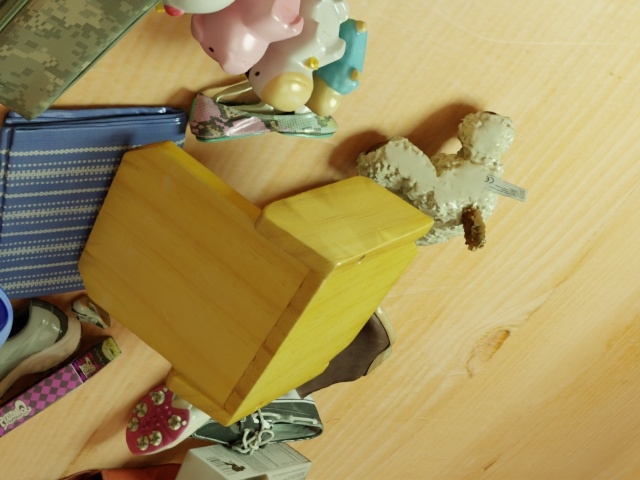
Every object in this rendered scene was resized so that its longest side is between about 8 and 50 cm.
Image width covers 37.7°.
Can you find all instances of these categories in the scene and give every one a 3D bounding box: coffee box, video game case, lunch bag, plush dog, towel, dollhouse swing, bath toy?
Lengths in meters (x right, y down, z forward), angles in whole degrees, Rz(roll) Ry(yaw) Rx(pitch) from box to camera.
[{"bbox_3d":[-0.164,0.496,1.855,0.297,0.119,0.168,10,107,-60],"label":"coffee box"},{"bbox_3d":[-0.433,0.239,1.438,0.232,0.042,0.210,-33,-178,5],"label":"video game case"},{"bbox_3d":[-0.280,-0.289,0.830,0.305,0.212,0.256,-31,130,33],"label":"lunch bag"},{"bbox_3d":[0.192,-0.061,1.483,0.262,0.210,0.225,-19,168,-11],"label":"plush dog"},{"bbox_3d":[-0.323,-0.048,1.274,0.243,0.040,0.336,-7,141,-30],"label":"towel"},{"bbox_3d":[-0.102,0.023,1.316,0.315,0.305,0.347,-22,152,-48],"label":"dollhouse swing"},{"bbox_3d":[-0.078,-0.246,1.052,0.348,0.129,0.151,24,76,-59],"label":"bath toy"}]

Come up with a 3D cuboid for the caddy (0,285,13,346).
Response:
[{"bbox_3d":[-0.552,0.077,1.147,0.341,0.179,0.241,19,122,-45],"label":"caddy"}]

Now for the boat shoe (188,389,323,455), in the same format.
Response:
[{"bbox_3d":[-0.132,0.363,1.827,0.306,0.105,0.113,6,132,-38],"label":"boat shoe"}]

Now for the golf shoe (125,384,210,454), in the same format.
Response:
[{"bbox_3d":[-0.215,0.294,1.688,0.306,0.115,0.140,-38,146,15],"label":"golf shoe"}]

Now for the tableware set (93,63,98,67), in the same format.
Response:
[{"bbox_3d":[-0.282,-0.259,1.051,0.141,0.020,0.168,14,128,-41],"label":"tableware set"}]

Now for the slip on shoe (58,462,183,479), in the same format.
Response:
[{"bbox_3d":[-0.397,0.490,1.805,0.331,0.123,0.101,-6,135,-20],"label":"slip on shoe"}]

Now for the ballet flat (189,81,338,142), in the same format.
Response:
[{"bbox_3d":[-0.069,-0.175,1.256,0.222,0.077,0.079,-5,114,-28],"label":"ballet flat"}]

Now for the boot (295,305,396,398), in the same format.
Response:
[{"bbox_3d":[0.034,0.207,1.758,0.207,0.090,0.248,-25,147,-9],"label":"boot"}]

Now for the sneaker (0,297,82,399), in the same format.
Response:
[{"bbox_3d":[-0.489,0.174,1.390,0.271,0.100,0.108,-35,127,5],"label":"sneaker"}]

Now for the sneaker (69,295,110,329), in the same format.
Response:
[{"bbox_3d":[-0.357,0.114,1.449,0.037,0.032,0.083,-20,140,12],"label":"sneaker"}]
